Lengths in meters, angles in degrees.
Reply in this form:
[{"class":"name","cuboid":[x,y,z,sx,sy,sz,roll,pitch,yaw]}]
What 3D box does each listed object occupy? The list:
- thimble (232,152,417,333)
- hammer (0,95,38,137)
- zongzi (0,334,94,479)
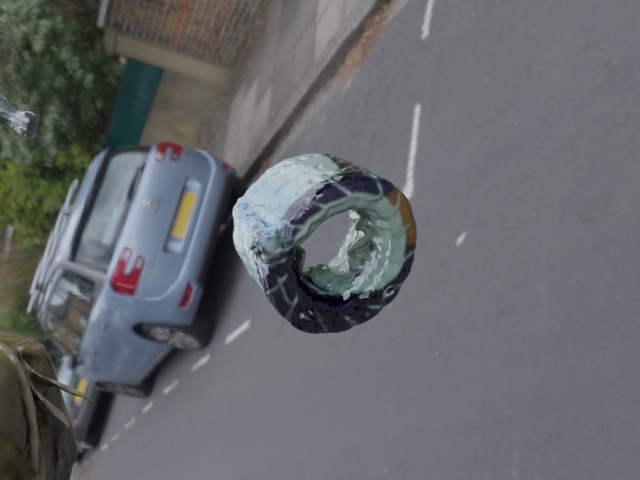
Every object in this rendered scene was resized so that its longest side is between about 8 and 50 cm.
[{"class":"thimble","cuboid":[0.000,0.000,1.005,0.150,0.237,0.237,37,111,55]},{"class":"hammer","cuboid":[-0.395,-0.059,0.768,0.029,0.103,0.246,119,175,-58]},{"class":"zongzi","cuboid":[-0.281,0.250,0.346,0.467,0.218,0.499,-84,10,-75]}]
